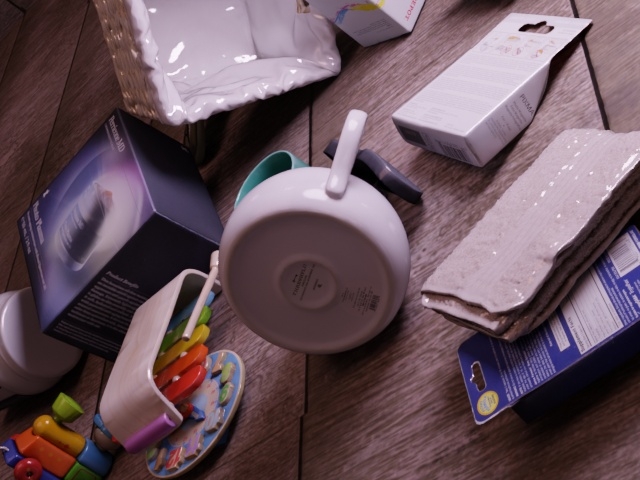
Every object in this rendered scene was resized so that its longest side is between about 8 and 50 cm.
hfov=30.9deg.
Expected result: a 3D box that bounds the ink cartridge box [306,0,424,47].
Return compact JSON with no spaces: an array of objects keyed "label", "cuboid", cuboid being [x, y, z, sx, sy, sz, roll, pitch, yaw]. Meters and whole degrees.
[{"label":"ink cartridge box","cuboid":[0.067,-0.411,1.818,0.127,0.176,0.128,-8,53,56]}]

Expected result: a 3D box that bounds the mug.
[{"label":"mug","cuboid":[-0.044,-0.049,1.684,0.129,0.097,0.158,-53,30,3]}]

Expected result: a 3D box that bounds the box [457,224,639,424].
[{"label":"box","cuboid":[0.241,0.091,1.139,0.225,0.036,0.136,-36,26,16]}]

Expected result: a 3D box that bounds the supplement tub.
[{"label":"supplement tub","cuboid":[-0.573,0.202,2.111,0.272,0.191,0.191,-25,40,41]}]

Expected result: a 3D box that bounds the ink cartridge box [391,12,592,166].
[{"label":"ink cartridge box","cuboid":[0.229,-0.201,1.509,0.232,0.066,0.189,-38,26,-13]}]

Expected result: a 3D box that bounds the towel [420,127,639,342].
[{"label":"towel","cuboid":[0.235,-0.017,1.225,0.282,0.049,0.187,-48,22,-12]}]

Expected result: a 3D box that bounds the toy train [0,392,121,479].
[{"label":"toy train","cuboid":[-0.417,0.287,1.738,0.143,0.248,0.105,-51,29,-3]}]

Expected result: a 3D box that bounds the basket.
[{"label":"basket","cuboid":[-0.192,-0.384,1.913,0.331,0.328,0.266,-21,14,-23]}]

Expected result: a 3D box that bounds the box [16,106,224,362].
[{"label":"box","cuboid":[-0.339,-0.011,1.945,0.294,0.182,0.296,-45,43,16]}]

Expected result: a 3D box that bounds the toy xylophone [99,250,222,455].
[{"label":"toy xylophone","cuboid":[-0.214,0.151,1.690,0.236,0.081,0.323,-34,26,38]}]

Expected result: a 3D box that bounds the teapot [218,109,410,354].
[{"label":"teapot","cuboid":[0.000,0.000,1.441,0.256,0.252,0.187,-23,25,24]}]

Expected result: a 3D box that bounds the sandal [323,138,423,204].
[{"label":"sandal","cuboid":[0.066,-0.081,1.569,0.054,0.097,0.254,-54,18,-1]}]

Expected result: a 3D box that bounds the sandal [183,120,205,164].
[{"label":"sandal","cuboid":[-0.210,-0.279,2.190,0.120,0.086,0.303,112,161,-67]}]

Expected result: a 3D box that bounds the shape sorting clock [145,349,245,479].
[{"label":"shape sorting clock","cuboid":[-0.181,0.244,1.640,0.206,0.040,0.206,-36,34,30]}]
